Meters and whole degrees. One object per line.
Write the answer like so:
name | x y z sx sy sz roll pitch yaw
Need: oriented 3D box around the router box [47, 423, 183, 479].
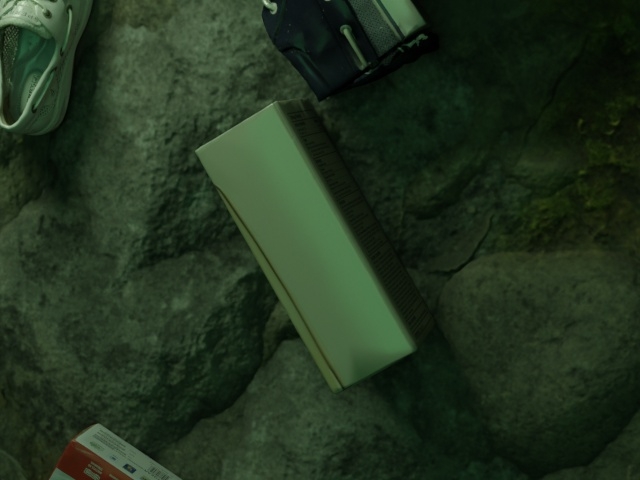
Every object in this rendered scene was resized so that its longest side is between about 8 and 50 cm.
router box | -0.224 0.444 1.635 0.335 0.082 0.301 32 103 6

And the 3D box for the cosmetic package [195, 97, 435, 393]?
cosmetic package | 0.000 0.000 1.488 0.113 0.160 0.309 -31 89 15

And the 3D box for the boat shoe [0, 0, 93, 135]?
boat shoe | -0.332 -0.258 1.555 0.098 0.096 0.277 9 99 11

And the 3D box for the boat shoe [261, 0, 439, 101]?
boat shoe | -0.023 -0.314 1.465 0.158 0.127 0.340 -34 89 14
